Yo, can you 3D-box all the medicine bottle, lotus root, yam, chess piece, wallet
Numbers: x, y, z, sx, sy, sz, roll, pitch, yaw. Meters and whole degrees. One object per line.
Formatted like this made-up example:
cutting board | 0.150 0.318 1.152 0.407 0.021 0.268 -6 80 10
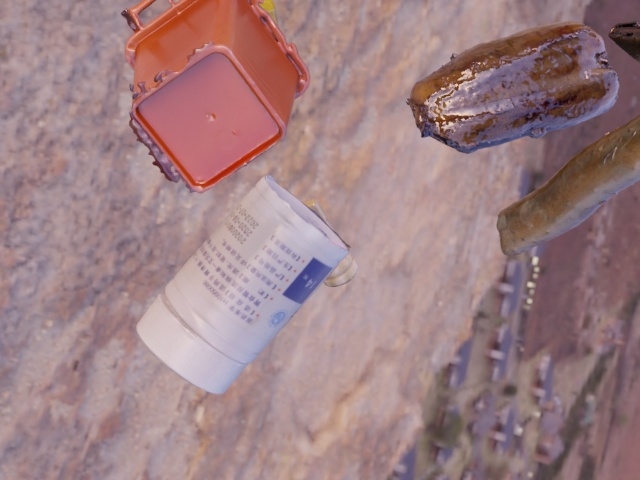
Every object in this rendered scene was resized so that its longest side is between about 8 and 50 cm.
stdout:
medicine bottle | -0.128 0.076 1.711 0.332 0.190 0.190 -48 157 6
lotus root | 0.269 -0.222 1.431 0.329 0.167 0.078 -22 159 -23
yam | 0.324 -0.074 1.245 0.067 0.317 0.071 30 47 -21
chess piece | 0.000 0.000 2.255 0.200 0.090 0.090 59 45 -32
wallet | 0.494 -0.201 1.370 0.039 0.243 0.133 -52 -162 4

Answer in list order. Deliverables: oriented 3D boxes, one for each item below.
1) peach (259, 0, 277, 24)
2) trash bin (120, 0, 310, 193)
peach | -0.121 -0.242 1.255 0.118 0.151 0.151 117 -2 -64
trash bin | -0.115 -0.167 1.064 0.184 0.161 0.239 53 12 -20
